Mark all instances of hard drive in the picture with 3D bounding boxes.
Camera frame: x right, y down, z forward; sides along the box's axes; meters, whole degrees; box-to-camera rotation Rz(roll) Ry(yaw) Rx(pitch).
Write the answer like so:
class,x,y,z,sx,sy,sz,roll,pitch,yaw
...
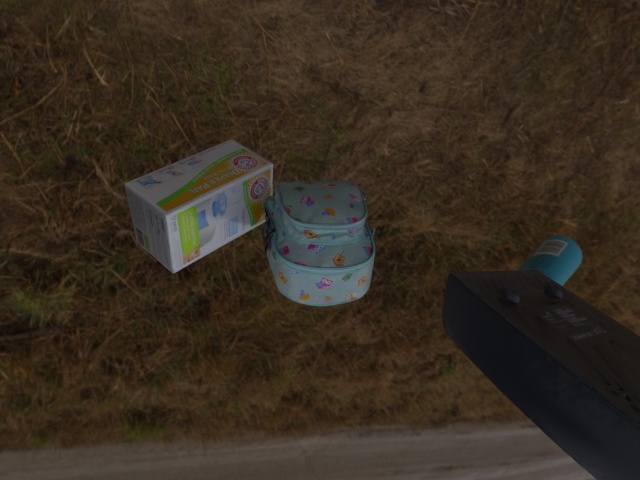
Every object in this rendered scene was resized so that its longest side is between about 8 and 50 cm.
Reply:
class,x,y,z,sx,sy,sz,roll,pitch,yaw
hard drive,0.210,0.109,0.343,0.172,0.254,0.054,2,120,-46

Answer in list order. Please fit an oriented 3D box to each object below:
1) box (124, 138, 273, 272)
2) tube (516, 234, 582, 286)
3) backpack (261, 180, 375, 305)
class,x,y,z,sx,sy,sz,roll,pitch,yaw
box,-0.179,-0.060,0.798,0.203,0.103,0.114,-33,143,-37
tube,0.242,0.056,0.593,0.207,0.052,0.080,-30,176,-40
backpack,0.000,0.000,0.767,0.165,0.188,0.144,-1,136,-13
